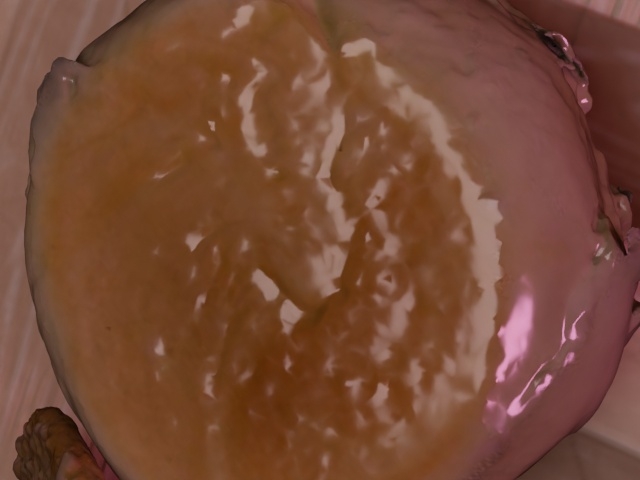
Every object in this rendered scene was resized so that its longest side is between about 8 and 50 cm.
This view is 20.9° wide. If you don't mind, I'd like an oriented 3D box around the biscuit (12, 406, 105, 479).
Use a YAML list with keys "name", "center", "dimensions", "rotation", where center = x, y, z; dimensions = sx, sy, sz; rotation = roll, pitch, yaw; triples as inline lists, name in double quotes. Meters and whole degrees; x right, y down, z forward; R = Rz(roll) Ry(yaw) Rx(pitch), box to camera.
- name: "biscuit"
  center: [-0.095, 0.175, 0.740]
  dimensions: [0.033, 0.220, 0.220]
  rotation: [-11, 88, -17]

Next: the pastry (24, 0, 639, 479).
- name: "pastry"
  center: [0.002, 0.002, 0.707]
  dimensions: [0.265, 0.133, 0.265]
  rotation: [3, 98, 26]
